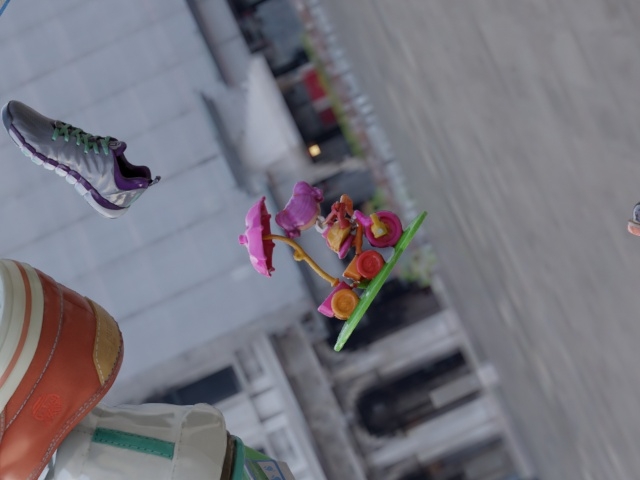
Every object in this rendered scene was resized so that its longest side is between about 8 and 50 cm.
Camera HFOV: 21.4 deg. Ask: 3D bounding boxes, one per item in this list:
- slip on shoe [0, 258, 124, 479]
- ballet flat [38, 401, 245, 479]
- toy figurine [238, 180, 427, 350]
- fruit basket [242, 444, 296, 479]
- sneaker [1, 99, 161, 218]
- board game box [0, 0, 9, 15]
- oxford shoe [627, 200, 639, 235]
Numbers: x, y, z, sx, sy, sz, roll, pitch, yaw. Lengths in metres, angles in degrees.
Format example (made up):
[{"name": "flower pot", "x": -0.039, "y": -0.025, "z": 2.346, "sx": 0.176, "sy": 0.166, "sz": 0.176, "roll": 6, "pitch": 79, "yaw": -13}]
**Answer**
[{"name": "slip on shoe", "x": -0.228, "y": 0.145, "z": 1.013, "sx": 0.101, "sy": 0.331, "sz": 0.123, "roll": 19, "pitch": -147, "yaw": -35}, {"name": "ballet flat", "x": -0.174, "y": 0.199, "z": 1.151, "sx": 0.139, "sy": 0.139, "sz": 0.400, "roll": 66, "pitch": 148, "yaw": 17}, {"name": "toy figurine", "x": 0.000, "y": 0.000, "z": 1.756, "sx": 0.159, "sy": 0.173, "sz": 0.130, "roll": 33, "pitch": 176, "yaw": 2}, {"name": "fruit basket", "x": -0.154, "y": 0.359, "z": 2.101, "sx": 0.353, "sy": 0.165, "sz": 0.327, "roll": 21, "pitch": -149, "yaw": -49}, {"name": "sneaker", "x": -0.319, "y": -0.129, "z": 2.263, "sx": 0.223, "sy": 0.098, "sz": 0.083, "roll": 40, "pitch": -152, "yaw": -28}, {"name": "board game box", "x": -0.541, "y": -0.365, "z": 1.897, "sx": 0.308, "sy": 0.086, "sz": 0.302, "roll": 11, "pitch": 153, "yaw": 34}, {"name": "oxford shoe", "x": 0.404, "y": -0.065, "z": 1.552, "sx": 0.097, "sy": 0.271, "sz": 0.098, "roll": -143, "pitch": 39, "yaw": -73}]
